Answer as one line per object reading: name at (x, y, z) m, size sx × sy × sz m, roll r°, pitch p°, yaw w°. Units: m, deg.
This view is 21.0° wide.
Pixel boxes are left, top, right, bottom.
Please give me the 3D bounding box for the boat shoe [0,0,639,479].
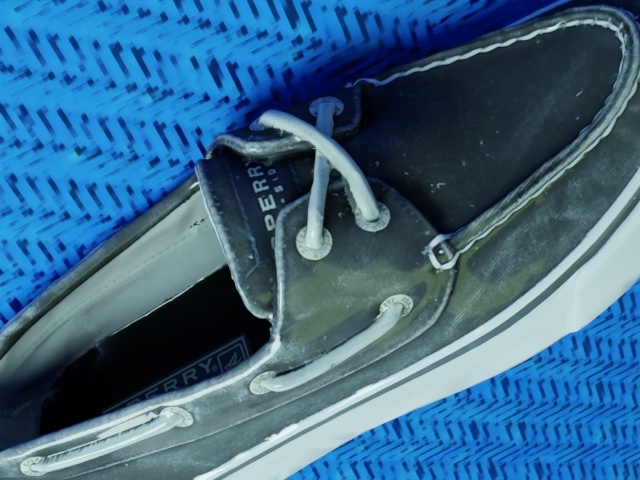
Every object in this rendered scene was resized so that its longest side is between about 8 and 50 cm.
boat shoe at (0.000, 0.000, 0.589) m, size 0.301 × 0.108 × 0.102 m, roll -32°, pitch 143°, yaw 18°
